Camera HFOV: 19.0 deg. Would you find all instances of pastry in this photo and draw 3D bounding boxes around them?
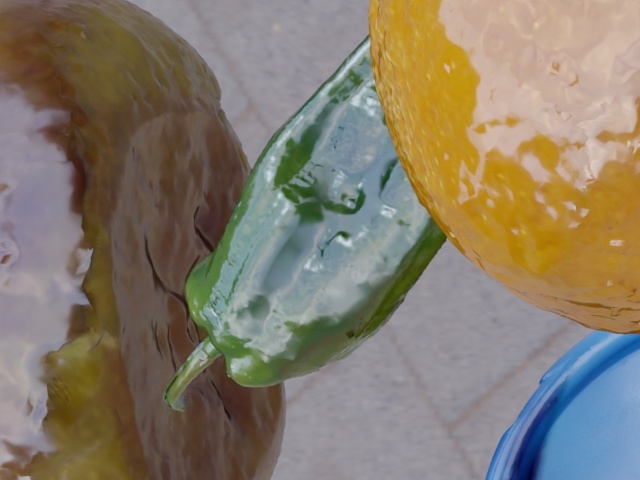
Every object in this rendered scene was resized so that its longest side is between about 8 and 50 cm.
[{"bbox_3d":[-0.132,0.028,1.076,0.163,0.356,0.356,-9,82,18],"label":"pastry"}]

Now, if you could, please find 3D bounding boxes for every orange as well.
[{"bbox_3d":[0.072,-0.052,0.390,0.135,0.135,0.117,-46,50,25],"label":"orange"}]

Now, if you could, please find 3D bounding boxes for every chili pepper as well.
[{"bbox_3d":[0.002,0.002,0.656,0.204,0.073,0.072,-51,53,16],"label":"chili pepper"}]

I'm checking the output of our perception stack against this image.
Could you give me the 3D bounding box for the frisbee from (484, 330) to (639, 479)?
[{"bbox_3d":[0.183,0.128,0.769,0.242,0.045,0.242,-4,59,6],"label":"frisbee"}]
